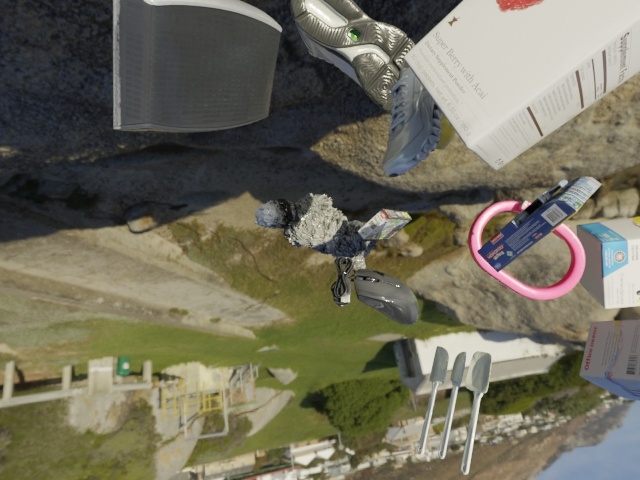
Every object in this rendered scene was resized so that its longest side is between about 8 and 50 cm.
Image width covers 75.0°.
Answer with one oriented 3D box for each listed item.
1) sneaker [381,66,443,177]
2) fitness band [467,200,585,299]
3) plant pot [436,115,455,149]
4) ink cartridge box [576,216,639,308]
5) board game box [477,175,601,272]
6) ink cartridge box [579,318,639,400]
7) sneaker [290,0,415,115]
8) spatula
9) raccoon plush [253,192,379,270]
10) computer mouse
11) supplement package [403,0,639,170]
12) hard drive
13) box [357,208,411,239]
[{"bbox_3d":[0.170,-0.241,0.770,0.118,0.292,0.110,37,155,-21],"label":"sneaker"},{"bbox_3d":[0.526,0.024,1.072,0.209,0.290,0.054,-56,174,5],"label":"fitness band"},{"bbox_3d":[0.446,-0.415,1.525,0.134,0.134,0.095,3,154,-31],"label":"plant pot"},{"bbox_3d":[0.906,0.052,1.171,0.269,0.198,0.197,-9,-165,15],"label":"ink cartridge box"},{"bbox_3d":[0.423,-0.048,0.801,0.194,0.060,0.194,-30,162,-39],"label":"board game box"},{"bbox_3d":[0.641,0.240,0.824,0.127,0.128,0.176,27,163,-6],"label":"ink cartridge box"},{"bbox_3d":[0.112,-0.516,1.151,0.447,0.257,0.169,37,103,-16],"label":"sneaker"},{"bbox_3d":[0.283,0.353,0.895,0.019,0.242,0.168,27,161,-27],"label":"spatula"},{"bbox_3d":[0.000,0.000,1.466,0.446,0.299,0.216,-18,135,-53],"label":"raccoon plush"},{"bbox_3d":[0.163,0.137,1.125,0.272,0.189,0.072,26,124,-13],"label":"computer mouse"},{"bbox_3d":[0.300,-0.265,0.565,0.293,0.178,0.175,-38,157,27],"label":"supplement package"},{"bbox_3d":[-0.140,-0.222,0.534,0.054,0.172,0.254,24,-152,20],"label":"hard drive"},{"bbox_3d":[0.217,-0.052,1.386,0.114,0.036,0.207,-43,159,25],"label":"box"}]
